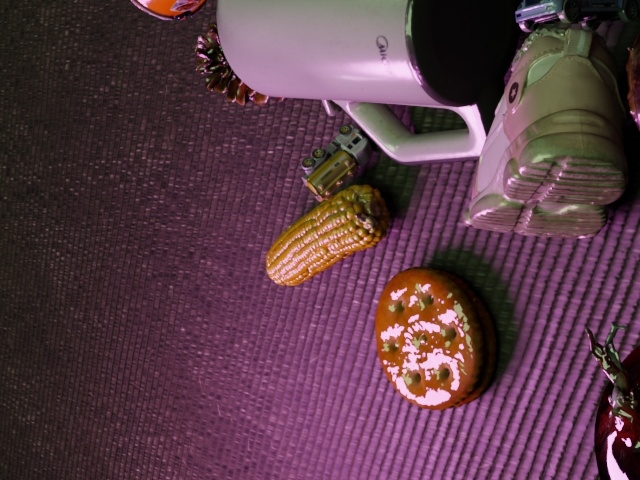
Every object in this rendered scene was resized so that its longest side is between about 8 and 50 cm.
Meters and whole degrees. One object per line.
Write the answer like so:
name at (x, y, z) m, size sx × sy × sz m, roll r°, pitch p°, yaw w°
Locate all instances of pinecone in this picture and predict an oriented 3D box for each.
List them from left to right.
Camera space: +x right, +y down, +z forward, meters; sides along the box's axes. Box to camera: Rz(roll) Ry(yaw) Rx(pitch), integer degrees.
pinecone at (-0.124, -0.293, 2.040) m, size 0.163 × 0.165 × 0.163 m, roll 23°, pitch 119°, yaw 51°

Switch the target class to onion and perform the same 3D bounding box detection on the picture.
onion at (0.404, 0.215, 1.447) m, size 0.273 × 0.285 × 0.273 m, roll -47°, pitch 29°, yaw 35°

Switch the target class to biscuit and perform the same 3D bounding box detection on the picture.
biscuit at (0.168, 0.145, 1.881) m, size 0.220 × 0.066 × 0.220 m, roll 12°, pitch 106°, yaw 47°

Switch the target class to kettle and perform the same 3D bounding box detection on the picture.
kettle at (0.083, -0.262, 1.765) m, size 0.377 × 0.250 × 0.361 m, roll 13°, pitch 130°, yaw 46°

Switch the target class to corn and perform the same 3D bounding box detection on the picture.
corn at (0.001, -0.004, 2.019) m, size 0.313 × 0.102 × 0.102 m, roll -28°, pitch 78°, yaw 52°

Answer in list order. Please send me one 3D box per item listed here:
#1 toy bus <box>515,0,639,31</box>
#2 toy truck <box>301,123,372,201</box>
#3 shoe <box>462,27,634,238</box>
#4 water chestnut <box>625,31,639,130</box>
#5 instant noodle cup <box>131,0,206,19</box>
toy bus at (0.305, -0.290, 1.509) m, size 0.073 × 0.167 × 0.076 m, roll -4°, pitch 93°, yaw 51°
toy truck at (0.025, -0.117, 1.943) m, size 0.063 × 0.123 × 0.052 m, roll 42°, pitch 168°, yaw 32°
shoe at (0.287, -0.120, 1.566) m, size 0.351 × 0.172 × 0.198 m, roll 122°, pitch 155°, yaw -73°
water chestnut at (0.422, -0.161, 1.365) m, size 0.238 × 0.224 × 0.223 m, roll -12°, pitch 91°, yaw 46°
instant noodle cup at (-0.217, -0.500, 2.072) m, size 0.182 × 0.230 × 0.230 m, roll -23°, pitch 81°, yaw 41°
